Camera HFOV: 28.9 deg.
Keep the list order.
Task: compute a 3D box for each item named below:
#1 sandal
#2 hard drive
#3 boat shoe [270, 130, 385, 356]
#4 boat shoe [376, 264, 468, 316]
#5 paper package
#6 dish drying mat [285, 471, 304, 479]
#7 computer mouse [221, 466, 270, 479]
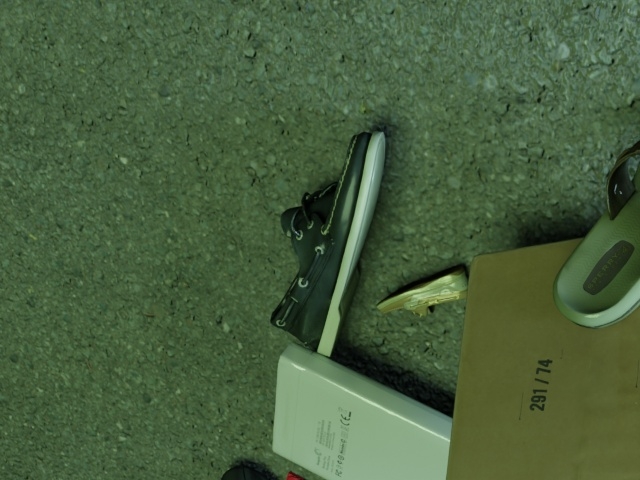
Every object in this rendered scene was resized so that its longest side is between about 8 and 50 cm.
[{"bbox_3d":[0.345,-0.044,1.295,0.120,0.303,0.086,29,172,45],"label":"sandal"},{"bbox_3d":[0.100,0.292,1.700,0.353,0.047,0.233,25,140,17],"label":"hard drive"},{"bbox_3d":[0.001,-0.002,1.586,0.113,0.127,0.340,18,132,7],"label":"boat shoe"},{"bbox_3d":[0.132,0.075,1.597,0.135,0.050,0.045,-23,96,36],"label":"boat shoe"},{"bbox_3d":[0.313,0.170,1.358,0.309,0.325,0.168,-10,146,32],"label":"paper package"},{"bbox_3d":[-0.044,0.388,1.887,0.032,0.008,0.083,25,124,16],"label":"dish drying mat"},{"bbox_3d":[-0.036,0.439,1.868,0.184,0.060,0.262,-33,100,37],"label":"computer mouse"}]
